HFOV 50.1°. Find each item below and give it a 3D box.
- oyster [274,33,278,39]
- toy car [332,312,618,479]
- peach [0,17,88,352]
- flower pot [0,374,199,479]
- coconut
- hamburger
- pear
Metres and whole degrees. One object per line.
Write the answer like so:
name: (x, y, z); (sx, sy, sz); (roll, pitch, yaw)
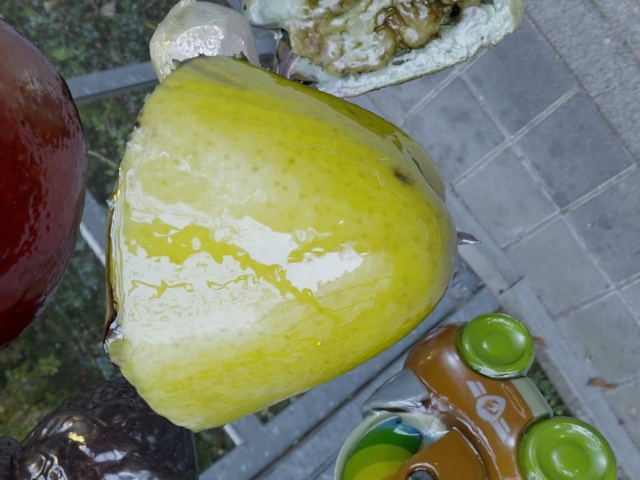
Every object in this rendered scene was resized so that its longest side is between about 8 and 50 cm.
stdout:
oyster: (-0.040, -0.315, 0.952); (0.038, 0.080, 0.083); (-4, 96, 28)
toy car: (0.111, 0.195, 0.602); (0.235, 0.235, 0.145); (34, 151, 26)
peach: (-0.369, -0.019, 0.474); (0.310, 0.405, 0.335); (-128, 40, -49)
flower pot: (-0.278, 0.286, 0.730); (0.266, 0.267, 0.267); (177, 90, -68)
coconut: (-0.190, -0.306, 1.132); (0.194, 0.194, 0.195); (21, 124, 35)
hamburger: (0.068, -0.295, 0.834); (0.277, 0.317, 0.195); (-109, -2, -69)
pear: (0.000, -0.003, 0.436); (0.178, 0.267, 0.267); (0, 111, 29)
